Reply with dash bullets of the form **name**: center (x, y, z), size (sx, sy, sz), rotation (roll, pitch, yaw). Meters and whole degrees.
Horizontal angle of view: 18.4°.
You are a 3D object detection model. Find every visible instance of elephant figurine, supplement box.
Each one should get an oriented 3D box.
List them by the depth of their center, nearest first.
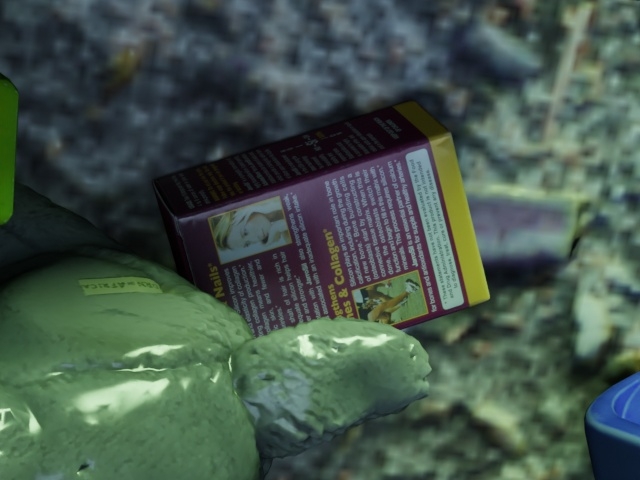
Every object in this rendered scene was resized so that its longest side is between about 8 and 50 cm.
- **elephant figurine**: center (-0.108, 0.111, 0.539), size (0.169, 0.186, 0.239), rotation (-17, 126, -42)
- **supplement box**: center (0.000, 0.000, 0.570), size (0.083, 0.043, 0.055), rotation (-17, 110, -8)

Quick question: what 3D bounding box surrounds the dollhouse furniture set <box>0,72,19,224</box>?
- **dollhouse furniture set**: center (-0.168, -0.161, 0.450), size (0.198, 0.151, 0.301), rotation (0, 100, -28)

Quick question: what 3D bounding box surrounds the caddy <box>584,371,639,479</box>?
- **caddy**: center (0.210, 0.107, 0.509), size (0.241, 0.341, 0.179), rotation (-15, 93, -7)
